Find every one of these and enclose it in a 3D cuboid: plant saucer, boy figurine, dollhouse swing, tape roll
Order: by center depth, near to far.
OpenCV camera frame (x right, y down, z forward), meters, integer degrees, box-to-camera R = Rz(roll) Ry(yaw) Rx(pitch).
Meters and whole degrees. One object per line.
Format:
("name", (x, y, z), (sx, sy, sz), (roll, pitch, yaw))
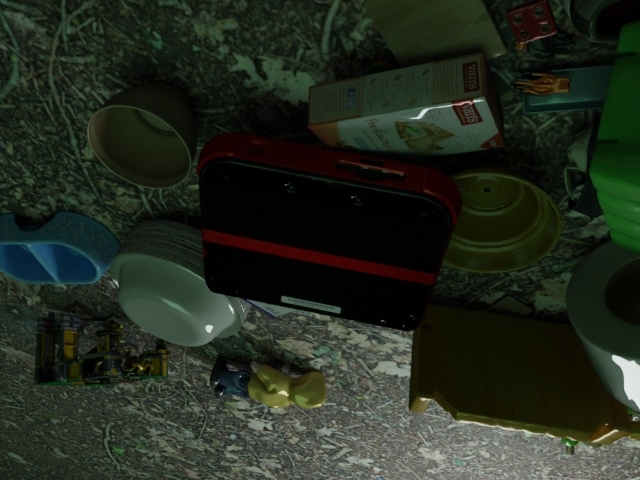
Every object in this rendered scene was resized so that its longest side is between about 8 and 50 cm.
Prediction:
("plant saucer", (0.363, -0.202, 0.826), (0.192, 0.018, 0.067), (0, 138, 19))
("tape roll", (0.522, 0.123, 0.973), (0.246, 0.246, 0.169), (-13, 133, 30))
("dollhouse swing", (0.339, 0.308, 1.227), (0.347, 0.315, 0.304), (9, 129, 5))
("boy figurine", (-0.127, 0.350, 1.563), (0.285, 0.092, 0.177), (2, 138, 15))

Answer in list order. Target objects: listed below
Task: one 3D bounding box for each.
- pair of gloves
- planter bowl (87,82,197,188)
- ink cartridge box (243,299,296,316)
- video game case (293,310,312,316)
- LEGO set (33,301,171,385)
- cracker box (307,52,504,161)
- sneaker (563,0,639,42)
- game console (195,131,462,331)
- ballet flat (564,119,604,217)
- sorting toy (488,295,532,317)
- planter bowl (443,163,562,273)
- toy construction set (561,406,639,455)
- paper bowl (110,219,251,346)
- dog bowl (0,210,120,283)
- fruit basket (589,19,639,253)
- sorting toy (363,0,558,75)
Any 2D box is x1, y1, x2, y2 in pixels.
("pair of gloves", (0.282, -0.225, 0.811), (0.074, 0.010, 0.083), (6, 116, 17))
("planter bowl", (-0.260, -0.175, 0.986), (0.162, 0.109, 0.162), (9, 140, 8))
("ink cartridge box", (0.012, 0.036, 1.126), (0.371, 0.069, 0.176), (-22, 141, 27))
("video game case", (-0.072, 0.120, 1.341), (0.122, 0.011, 0.087), (13, 140, 3))
("LEGO set", (-0.531, 0.246, 1.552), (0.331, 0.192, 0.255), (-16, 160, 36))
("cracker box", (0.119, -0.166, 0.860), (0.232, 0.067, 0.156), (-6, 163, 23))
("sneaker", (0.407, -0.257, 0.680), (0.272, 0.108, 0.100), (-4, 135, 20))
("game console", (0.000, 0.000, 0.995), (0.387, 0.060, 0.342), (11, 139, 4))
("ballet flat", (0.379, -0.107, 0.892), (0.074, 0.074, 0.203), (2, 144, 16))
("sorting toy", (0.355, 0.136, 1.221), (0.062, 0.012, 0.083), (29, 138, -12))
("planter bowl", (0.253, -0.052, 0.977), (0.217, 0.090, 0.217), (9, 140, 8))
("toy construction set", (0.631, 0.350, 1.267), (0.309, 0.257, 0.237), (13, 127, 39))
("paper bowl", (-0.279, 0.102, 1.257), (0.284, 0.148, 0.284), (15, 146, 11))
("dog bowl", (-0.569, 0.023, 1.341), (0.297, 0.074, 0.165), (-1, 137, 18))
("fruit basket", (0.503, -0.096, 0.659), (0.392, 0.282, 0.392), (16, 172, 2))
("sorting toy", (0.152, -0.275, 0.778), (0.275, 0.046, 0.132), (-10, 134, 38))
